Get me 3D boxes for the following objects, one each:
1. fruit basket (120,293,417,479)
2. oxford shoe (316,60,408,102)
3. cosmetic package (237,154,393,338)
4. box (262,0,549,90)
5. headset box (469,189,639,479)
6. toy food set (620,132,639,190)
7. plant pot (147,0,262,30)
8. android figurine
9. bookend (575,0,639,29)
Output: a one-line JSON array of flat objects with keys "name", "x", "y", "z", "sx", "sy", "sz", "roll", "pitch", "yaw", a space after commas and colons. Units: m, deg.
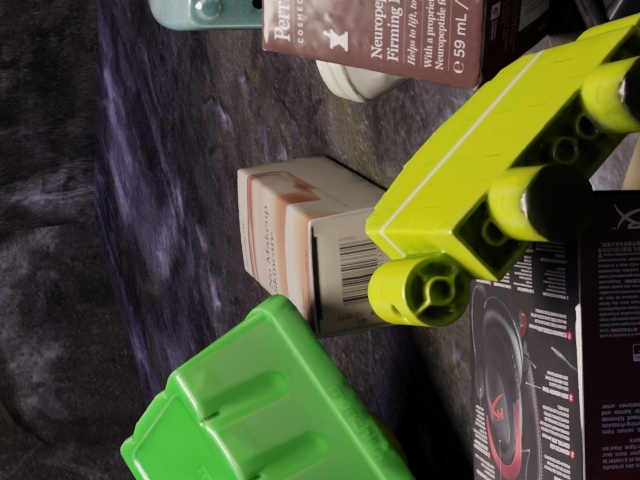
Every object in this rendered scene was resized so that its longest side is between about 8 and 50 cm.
[{"name": "fruit basket", "x": 0.006, "y": 0.267, "z": 1.553, "sx": 0.283, "sy": 0.392, "sz": 0.392, "roll": -54, "pitch": 44, "yaw": 40}, {"name": "oxford shoe", "x": 0.070, "y": -0.361, "z": 1.338, "sx": 0.130, "sy": 0.169, "sz": 0.450, "roll": -2, "pitch": 88, "yaw": 31}, {"name": "cosmetic package", "x": 0.000, "y": 0.000, "z": 1.693, "sx": 0.296, "sy": 0.129, "sz": 0.153, "roll": -145, "pitch": 48, "yaw": -67}, {"name": "box", "x": 0.077, "y": -0.242, "z": 1.141, "sx": 0.203, "sy": 0.167, "sz": 0.169, "roll": 14, "pitch": 120, "yaw": 25}, {"name": "headset box", "x": 0.182, "y": 0.112, "z": 0.922, "sx": 0.218, "sy": 0.110, "sz": 0.293, "roll": -174, "pitch": 82, "yaw": -78}, {"name": "toy food set", "x": 0.285, "y": 0.030, "z": 0.915, "sx": 0.220, "sy": 0.092, "sz": 0.306, "roll": 98, "pitch": 164, "yaw": -44}, {"name": "plant pot", "x": -0.075, "y": -0.342, "z": 1.488, "sx": 0.252, "sy": 0.247, "sz": 0.247, "roll": -101, "pitch": 11, "yaw": -59}, {"name": "android figurine", "x": 0.118, "y": -0.048, "z": 0.848, "sx": 0.056, "sy": 0.248, "sz": 0.273, "roll": 44, "pitch": 168, "yaw": -10}, {"name": "bookend", "x": 0.226, "y": -0.246, "z": 0.966, "sx": 0.156, "sy": 0.072, "sz": 0.157, "roll": 113, "pitch": 144, "yaw": -58}]
